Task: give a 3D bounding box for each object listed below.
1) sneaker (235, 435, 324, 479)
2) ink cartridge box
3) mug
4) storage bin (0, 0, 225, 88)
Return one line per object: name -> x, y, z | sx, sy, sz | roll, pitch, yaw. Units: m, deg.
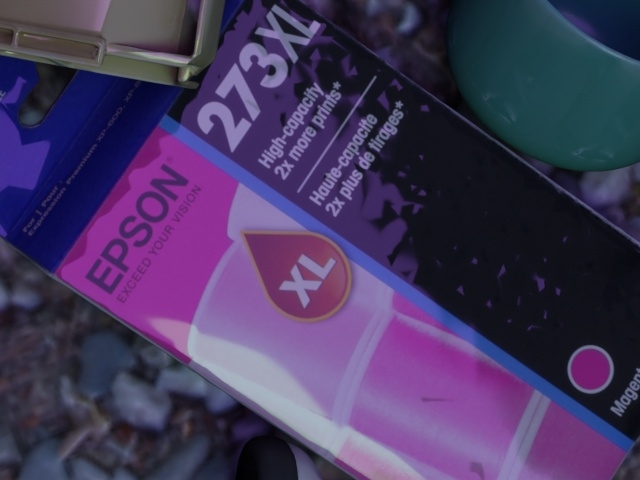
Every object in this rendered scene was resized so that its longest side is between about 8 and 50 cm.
sneaker -> 0.044, 0.215, 0.756 | 0.145, 0.090, 0.270 | -10, 96, -11
ink cartridge box -> 0.000, 0.000, 0.760 | 0.371, 0.069, 0.176 | 34, 85, -6
mug -> 0.122, -0.108, 0.755 | 0.129, 0.097, 0.158 | -3, 55, -26
storage bin -> -0.150, -0.215, 0.655 | 0.260, 0.123, 0.262 | 11, 94, 3
